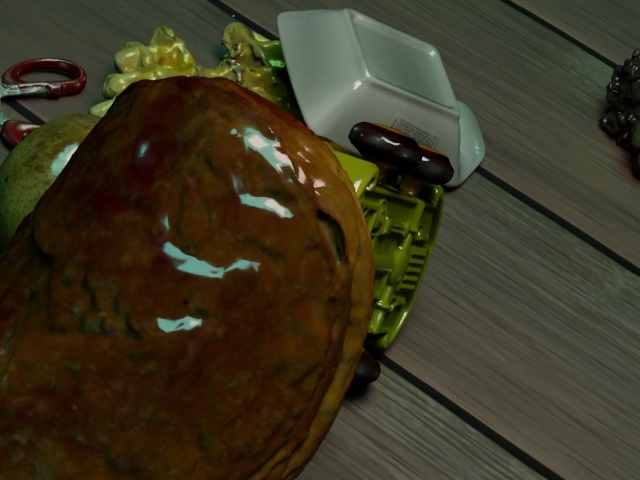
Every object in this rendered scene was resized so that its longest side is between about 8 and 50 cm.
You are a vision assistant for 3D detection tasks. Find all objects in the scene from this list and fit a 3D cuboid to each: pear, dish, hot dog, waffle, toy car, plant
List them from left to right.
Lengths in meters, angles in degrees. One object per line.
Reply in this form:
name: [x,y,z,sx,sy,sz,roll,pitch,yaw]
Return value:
pear: [-0.179,-0.024,1.307,0.167,0.136,0.167,7,56,-10]
hot dog: [-0.130,0.075,1.119,0.267,0.387,0.174,34,-3,28]
waffle: [-0.075,-0.109,1.501,0.261,0.056,0.250,28,41,3]
toy car: [0.000,0.000,1.295,0.142,0.200,0.248,20,0,21]
dish: [0.075,-0.141,1.531,0.234,0.064,0.154,18,43,-40]
plant: [0.335,-0.113,1.660,0.087,0.085,0.174,-14,52,-2]

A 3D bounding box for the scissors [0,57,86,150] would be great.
scissors: [-0.326,-0.121,1.448,0.247,0.017,0.144,4,43,-16]
